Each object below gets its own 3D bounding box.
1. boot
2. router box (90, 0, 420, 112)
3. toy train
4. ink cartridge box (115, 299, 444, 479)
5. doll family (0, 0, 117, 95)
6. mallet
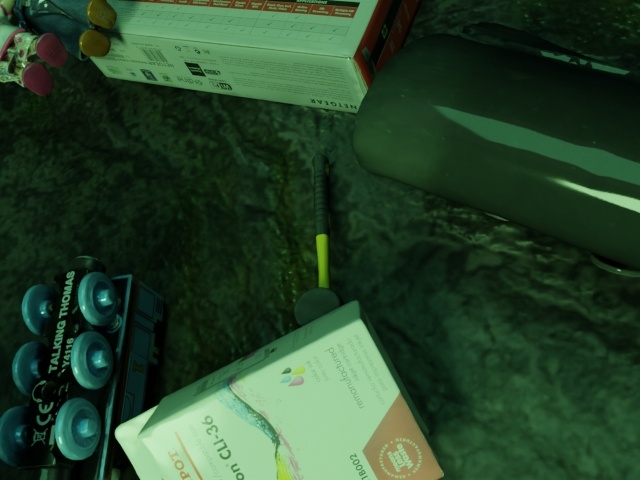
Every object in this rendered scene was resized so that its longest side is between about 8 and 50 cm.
[{"bbox_3d":[0.206,-0.005,0.321,0.445,0.367,0.146,31,115,26],"label":"boot"},{"bbox_3d":[-0.053,-0.295,0.696,0.335,0.082,0.301,14,69,25],"label":"router box"},{"bbox_3d":[-0.179,0.105,0.518,0.080,0.105,0.184,-12,60,19],"label":"toy train"},{"bbox_3d":[-0.035,0.138,0.442,0.198,0.067,0.115,-28,96,4],"label":"ink cartridge box"},{"bbox_3d":[-0.255,-0.255,0.649,0.163,0.118,0.263,30,95,24],"label":"doll family"},{"bbox_3d":[0.000,0.000,0.535,0.039,0.062,0.190,-11,60,12],"label":"mallet"}]
